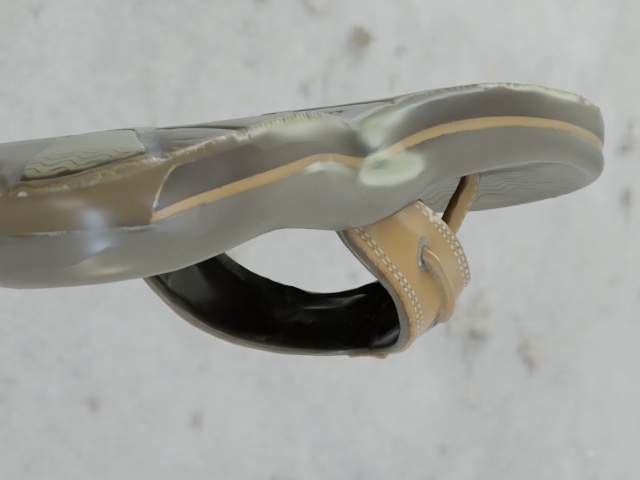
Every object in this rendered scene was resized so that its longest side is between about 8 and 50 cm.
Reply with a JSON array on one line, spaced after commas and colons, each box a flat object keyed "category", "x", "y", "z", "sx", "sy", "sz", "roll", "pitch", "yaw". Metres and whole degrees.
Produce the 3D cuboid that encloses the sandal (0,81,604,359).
[{"category": "sandal", "x": 0.000, "y": 0.000, "z": 0.437, "sx": 0.219, "sy": 0.090, "sz": 0.060, "roll": -14, "pitch": 96, "yaw": -65}]
